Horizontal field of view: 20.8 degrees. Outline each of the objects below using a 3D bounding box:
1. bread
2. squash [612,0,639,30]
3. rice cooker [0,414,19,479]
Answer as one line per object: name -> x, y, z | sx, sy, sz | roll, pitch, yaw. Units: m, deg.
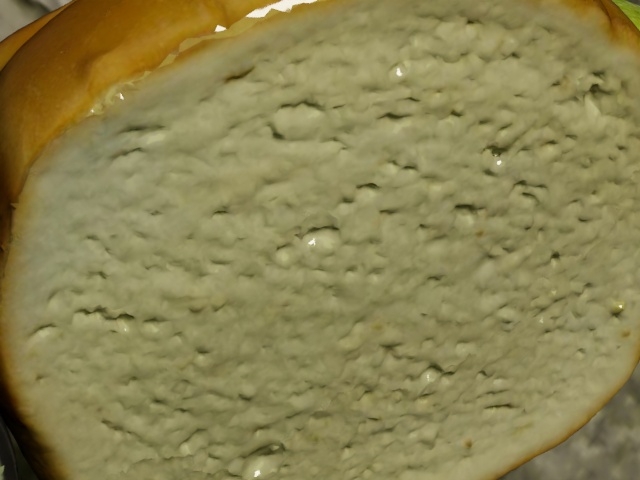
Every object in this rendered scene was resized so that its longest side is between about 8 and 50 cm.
bread -> 0.000, 0.000, 0.534 | 0.236, 0.070, 0.236 | -13, 129, -17
squash -> 0.034, -0.066, 0.587 | 0.201, 0.066, 0.066 | -2, 96, -20
rice cooker -> -0.191, 0.107, 0.450 | 0.244, 0.226, 0.226 | -36, 106, -16
